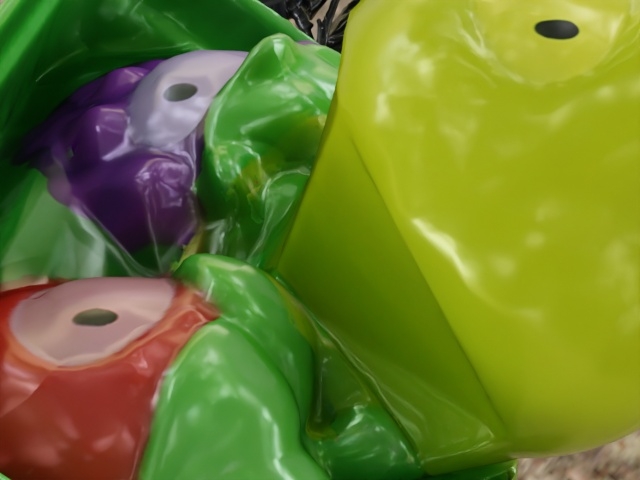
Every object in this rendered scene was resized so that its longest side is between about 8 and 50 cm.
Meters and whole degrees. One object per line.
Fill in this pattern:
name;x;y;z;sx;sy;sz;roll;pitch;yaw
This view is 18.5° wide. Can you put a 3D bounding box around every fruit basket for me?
fruit basket;0.000;0.000;0.693;0.283;0.392;0.392;34;66;-10

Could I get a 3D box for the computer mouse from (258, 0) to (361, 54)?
computer mouse;-0.068;-0.190;1.179;0.188;0.072;0.272;-32;97;-20
